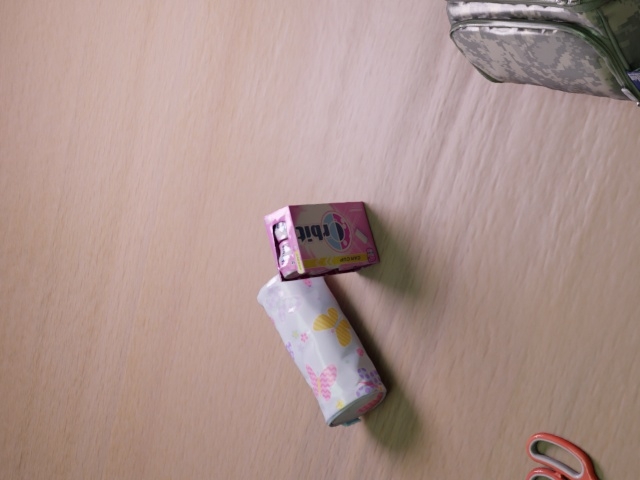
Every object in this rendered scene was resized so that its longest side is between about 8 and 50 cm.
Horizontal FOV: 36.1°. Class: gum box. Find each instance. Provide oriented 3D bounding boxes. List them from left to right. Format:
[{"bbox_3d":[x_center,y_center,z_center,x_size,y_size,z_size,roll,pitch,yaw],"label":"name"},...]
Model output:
[{"bbox_3d":[0.000,0.000,1.557,0.062,0.188,0.107,-23,78,42],"label":"gum box"}]

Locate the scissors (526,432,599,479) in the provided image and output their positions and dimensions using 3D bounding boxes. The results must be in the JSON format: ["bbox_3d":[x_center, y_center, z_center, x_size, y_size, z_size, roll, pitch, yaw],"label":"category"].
[{"bbox_3d":[0.402,0.361,1.338,0.297,0.021,0.109,22,107,41],"label":"scissors"}]

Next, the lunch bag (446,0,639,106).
[{"bbox_3d":[0.303,-0.303,1.212,0.305,0.212,0.256,21,141,53],"label":"lunch bag"}]

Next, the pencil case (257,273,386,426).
[{"bbox_3d":[-0.001,0.173,1.627,0.273,0.113,0.124,58,136,22],"label":"pencil case"}]
